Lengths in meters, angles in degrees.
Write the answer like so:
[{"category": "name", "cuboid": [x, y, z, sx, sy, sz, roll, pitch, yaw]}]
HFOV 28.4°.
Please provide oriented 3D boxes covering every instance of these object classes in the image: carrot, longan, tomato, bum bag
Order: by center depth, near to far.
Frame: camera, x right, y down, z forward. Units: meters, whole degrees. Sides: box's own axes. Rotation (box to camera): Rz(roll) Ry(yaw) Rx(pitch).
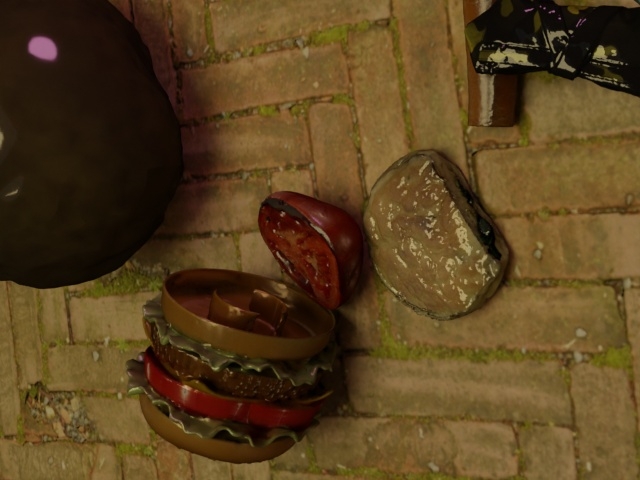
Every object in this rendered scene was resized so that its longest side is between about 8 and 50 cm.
[{"category": "bum bag", "cuboid": [0.270, -0.215, 1.383, 0.232, 0.060, 0.107, 14, 81, 18]}, {"category": "carrot", "cuboid": [0.199, -0.244, 1.471, 0.067, 0.067, 0.225, 4, 99, 41]}, {"category": "tomato", "cuboid": [-0.004, -0.007, 1.648, 0.174, 0.082, 0.166, 43, 154, 28]}, {"category": "longan", "cuboid": [-0.409, -0.149, 1.802, 0.404, 0.404, 0.436, -36, 75, 37]}]

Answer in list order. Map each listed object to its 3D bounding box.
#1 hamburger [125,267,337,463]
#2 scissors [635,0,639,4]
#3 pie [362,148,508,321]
[{"category": "hamburger", "cuboid": [-0.117, 0.174, 1.654, 0.274, 0.274, 0.212, 26, 108, 36]}, {"category": "scissors", "cuboid": [0.398, -0.193, 1.302, 0.180, 0.032, 0.393, -8, 92, 24]}, {"category": "pie", "cuboid": [0.129, 0.000, 1.565, 0.185, 0.052, 0.218, -41, 70, 35]}]
